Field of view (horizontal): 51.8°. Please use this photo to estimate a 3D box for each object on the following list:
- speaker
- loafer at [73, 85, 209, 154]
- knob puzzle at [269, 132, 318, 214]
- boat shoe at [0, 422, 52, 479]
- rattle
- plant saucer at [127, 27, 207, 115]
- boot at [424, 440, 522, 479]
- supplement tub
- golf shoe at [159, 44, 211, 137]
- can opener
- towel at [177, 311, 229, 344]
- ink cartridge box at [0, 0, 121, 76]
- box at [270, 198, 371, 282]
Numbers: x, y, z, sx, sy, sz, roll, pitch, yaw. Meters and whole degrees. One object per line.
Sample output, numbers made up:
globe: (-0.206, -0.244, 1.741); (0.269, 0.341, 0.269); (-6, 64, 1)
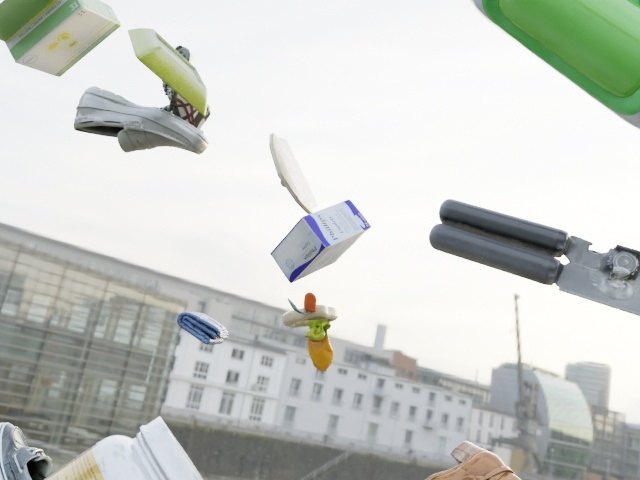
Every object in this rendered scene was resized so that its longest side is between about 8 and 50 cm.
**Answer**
speaker: (0.314, -0.254, 0.773); (0.296, 0.131, 0.131); (44, -7, 16)
loafer: (-0.393, -0.238, 1.438); (0.319, 0.111, 0.112); (20, -9, 18)
knob puzzle: (-0.071, -0.139, 1.411); (0.030, 0.213, 0.213); (-25, -25, 12)
boat shoe: (-0.657, 0.527, 1.482); (0.335, 0.119, 0.121); (47, -14, 42)
rattle: (-0.022, 0.200, 1.427); (0.130, 0.142, 0.199); (10, -14, -3)
plant saucer: (-0.315, -0.371, 1.402); (0.188, 0.045, 0.188); (39, 13, -37)
boot: (0.258, 0.463, 1.170); (0.073, 0.197, 0.152); (40, -8, -27)
supplement tub: (-0.290, 0.398, 0.843); (0.228, 0.316, 0.228); (49, -20, 25)
golf shoe: (-0.333, -0.359, 1.645); (0.120, 0.105, 0.273); (-4, -44, -25)
can opener: (0.282, 0.027, 0.843); (0.283, 0.076, 0.095); (18, -17, 18)
towel: (-0.175, 0.129, 0.991); (0.067, 0.029, 0.119); (32, -6, 4)
ink cartridge box: (-0.486, -0.379, 1.152); (0.171, 0.056, 0.235); (-32, -7, 15)
box: (0.000, 0.000, 1.204); (0.137, 0.072, 0.126); (-24, -17, -46)
